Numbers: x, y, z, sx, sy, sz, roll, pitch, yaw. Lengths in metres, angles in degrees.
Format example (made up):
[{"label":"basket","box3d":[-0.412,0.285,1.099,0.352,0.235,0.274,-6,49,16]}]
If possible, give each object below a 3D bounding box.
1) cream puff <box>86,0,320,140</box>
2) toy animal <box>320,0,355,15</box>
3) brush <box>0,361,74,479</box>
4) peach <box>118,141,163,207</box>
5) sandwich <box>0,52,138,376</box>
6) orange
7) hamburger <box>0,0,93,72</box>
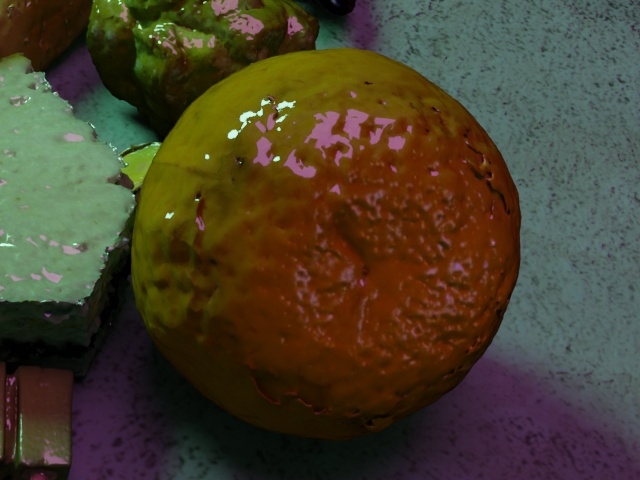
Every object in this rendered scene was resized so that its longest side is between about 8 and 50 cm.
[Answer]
[{"label":"cream puff","box3d":[-0.121,-0.200,1.634,0.244,0.244,0.196,29,75,10]},{"label":"toy animal","box3d":[-0.016,-0.342,1.875,0.179,0.116,0.218,-24,52,-35]},{"label":"brush","box3d":[-0.253,0.204,1.294,0.103,0.047,0.233,5,47,-15]},{"label":"peach","box3d":[-0.172,-0.055,1.577,0.077,0.050,0.083,-10,36,3]},{"label":"sandwich","box3d":[-0.303,-0.012,1.433,0.262,0.131,0.325,-22,54,-37]},{"label":"orange","box3d":[0.000,0.000,1.396,0.341,0.340,0.293,3,6,-17]},{"label":"hamburger","box3d":[-0.310,-0.256,1.677,0.124,0.131,0.262,28,49,9]}]
